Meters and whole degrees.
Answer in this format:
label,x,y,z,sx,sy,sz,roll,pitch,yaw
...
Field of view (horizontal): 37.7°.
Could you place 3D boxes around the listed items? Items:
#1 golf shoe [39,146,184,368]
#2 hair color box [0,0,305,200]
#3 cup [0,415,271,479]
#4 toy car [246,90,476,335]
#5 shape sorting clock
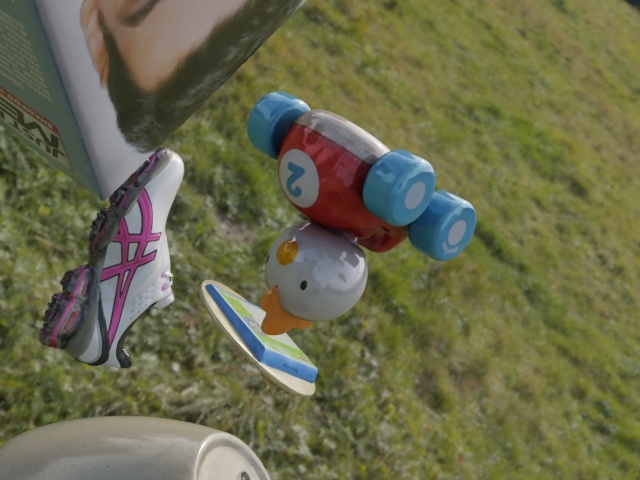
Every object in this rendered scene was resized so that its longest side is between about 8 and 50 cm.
label,x,y,z,sx,sy,sz,roll,pitch,yaw
golf shoe,-0.152,0.014,0.763,0.086,0.186,0.067,28,1,-19
hair color box,-0.083,-0.192,0.329,0.114,0.374,0.185,35,68,13
cup,-0.182,0.328,1.030,0.331,0.237,0.331,50,25,-35
toy car,0.000,0.000,1.012,0.219,0.238,0.210,31,-2,37
shape sorting clock,-0.084,0.130,1.232,0.206,0.040,0.206,41,5,-4
